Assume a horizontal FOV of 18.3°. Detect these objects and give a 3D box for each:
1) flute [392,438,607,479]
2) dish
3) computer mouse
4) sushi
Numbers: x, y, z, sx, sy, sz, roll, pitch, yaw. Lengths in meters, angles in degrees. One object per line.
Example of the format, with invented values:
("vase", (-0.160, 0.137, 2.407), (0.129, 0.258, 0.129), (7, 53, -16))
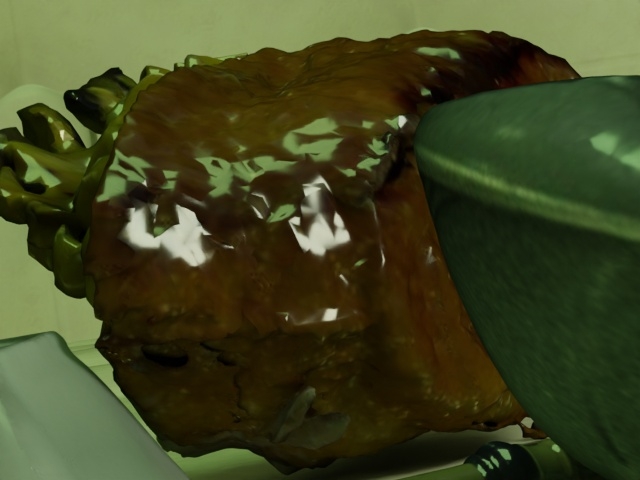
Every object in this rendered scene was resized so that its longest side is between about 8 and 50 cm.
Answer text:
("flute", (0.007, 0.066, 0.463), (0.233, 0.027, 0.027), (-9, 0, -27))
("dish", (-0.161, 0.073, 0.575), (0.234, 0.064, 0.154), (-10, 1, 5))
("computer mouse", (0.130, 0.018, 0.465), (0.167, 0.090, 0.379), (0, -1, 19))
("sushi", (-0.002, -0.001, 0.722), (0.179, 0.166, 0.296), (-15, 16, 29))
